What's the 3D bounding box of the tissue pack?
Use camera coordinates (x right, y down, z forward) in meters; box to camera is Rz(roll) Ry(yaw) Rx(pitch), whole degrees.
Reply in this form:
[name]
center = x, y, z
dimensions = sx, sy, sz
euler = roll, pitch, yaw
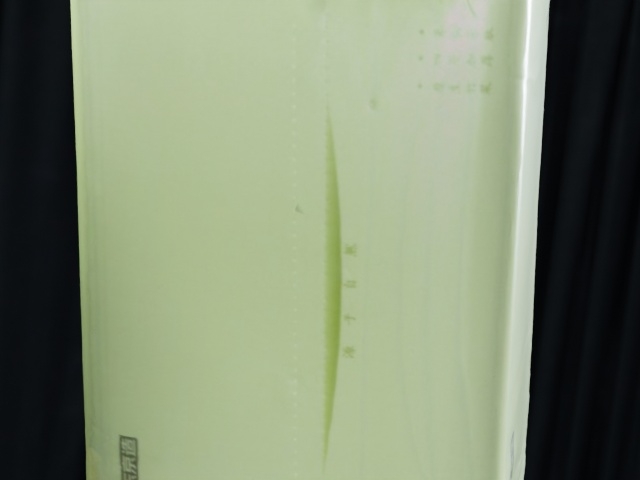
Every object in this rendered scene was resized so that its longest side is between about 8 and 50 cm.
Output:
[tissue pack]
center = 0.000, 0.000, 0.645
dimensions = 0.159, 0.234, 0.125
euler = 5, 20, 10
